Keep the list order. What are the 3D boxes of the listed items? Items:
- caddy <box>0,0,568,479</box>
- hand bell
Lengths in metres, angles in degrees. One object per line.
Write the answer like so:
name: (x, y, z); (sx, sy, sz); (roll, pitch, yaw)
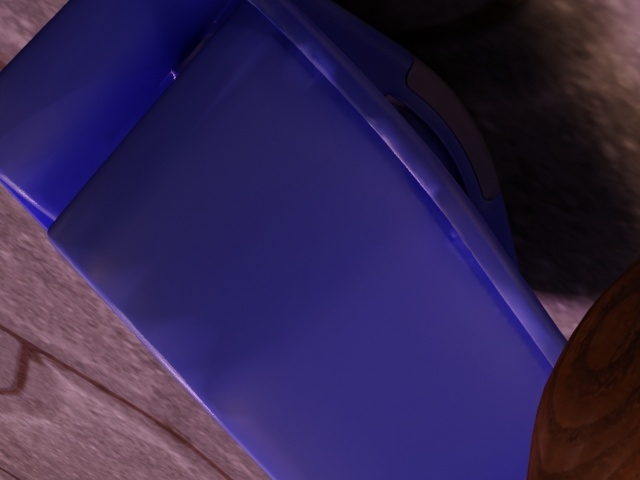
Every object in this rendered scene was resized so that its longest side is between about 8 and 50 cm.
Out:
caddy: (0.000, 0.000, 0.840); (0.241, 0.179, 0.341); (42, 173, 49)
hand bell: (0.121, -0.013, 0.564); (0.126, 0.242, 0.126); (26, 157, 12)
